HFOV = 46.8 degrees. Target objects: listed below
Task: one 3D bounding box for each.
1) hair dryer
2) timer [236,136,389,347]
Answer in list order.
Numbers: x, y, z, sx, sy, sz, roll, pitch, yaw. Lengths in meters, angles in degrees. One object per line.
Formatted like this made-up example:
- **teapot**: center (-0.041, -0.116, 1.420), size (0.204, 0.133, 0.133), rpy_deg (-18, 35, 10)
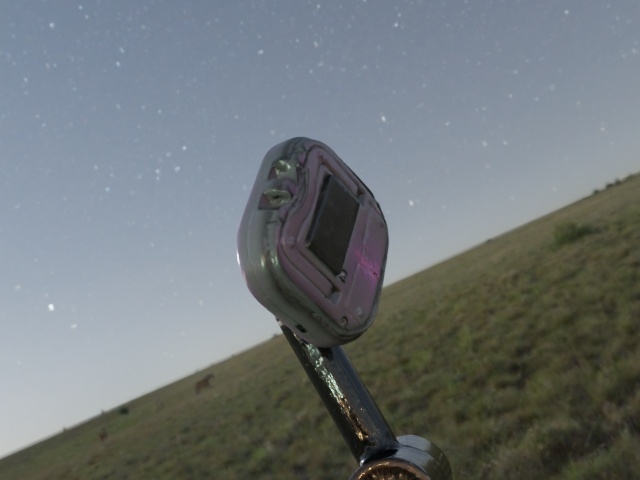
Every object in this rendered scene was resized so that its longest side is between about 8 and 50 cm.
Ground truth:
- **hair dryer**: center (0.035, 0.179, 0.873), size (0.107, 0.352, 0.189), rpy_deg (-32, -13, 9)
- **timer**: center (0.000, 0.000, 0.800), size (0.069, 0.208, 0.191), rpy_deg (-16, -45, 36)
